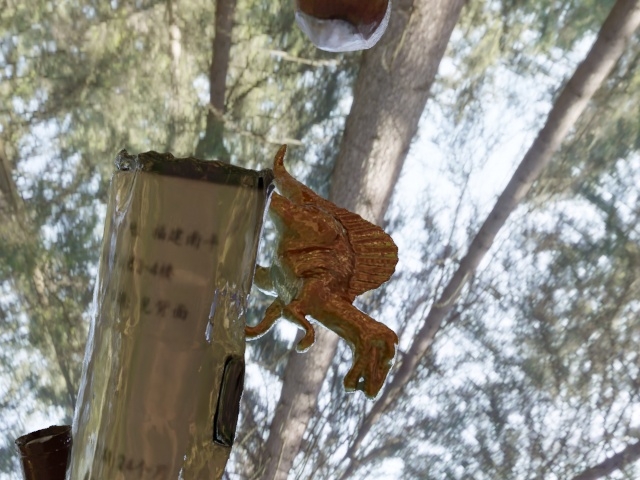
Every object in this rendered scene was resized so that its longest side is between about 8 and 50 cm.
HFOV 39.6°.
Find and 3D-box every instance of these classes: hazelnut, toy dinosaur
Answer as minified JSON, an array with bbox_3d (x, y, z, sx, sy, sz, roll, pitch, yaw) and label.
[{"bbox_3d":[0.017,-0.190,0.712,0.086,0.086,0.086,4,-120,-7],"label":"hazelnut"},{"bbox_3d":[0.000,0.001,0.613,0.142,0.057,0.212,10,-126,13],"label":"toy dinosaur"}]

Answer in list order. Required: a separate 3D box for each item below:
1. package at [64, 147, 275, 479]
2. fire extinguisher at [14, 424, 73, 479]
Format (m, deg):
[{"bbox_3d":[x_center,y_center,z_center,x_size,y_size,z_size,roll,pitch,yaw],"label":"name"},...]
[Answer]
[{"bbox_3d":[-0.095,0.060,0.435,0.062,0.251,0.204,11,-92,-25],"label":"package"},{"bbox_3d":[-0.164,0.186,0.562,0.039,0.056,0.132,-11,-87,-13],"label":"fire extinguisher"}]
